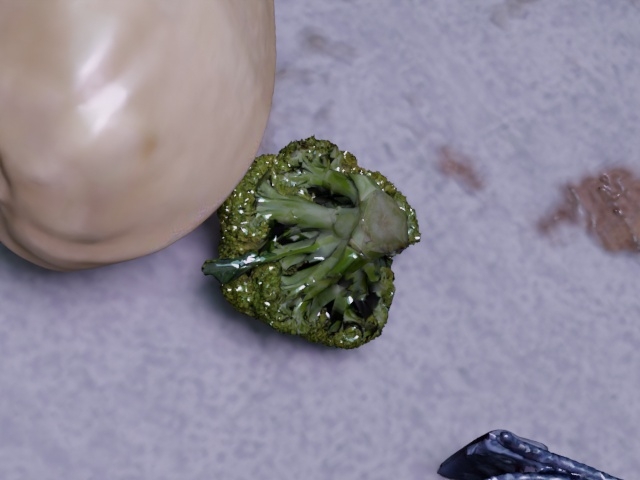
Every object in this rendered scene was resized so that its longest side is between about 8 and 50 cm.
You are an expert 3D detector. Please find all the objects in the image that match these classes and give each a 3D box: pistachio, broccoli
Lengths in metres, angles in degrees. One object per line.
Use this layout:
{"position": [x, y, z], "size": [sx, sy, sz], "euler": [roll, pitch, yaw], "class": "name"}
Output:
{"position": [-0.124, -0.135, 0.870], "size": [0.214, 0.193, 0.318], "euler": [18, 62, -14], "class": "pistachio"}
{"position": [0.000, 0.000, 0.900], "size": [0.131, 0.120, 0.130], "euler": [44, 56, -25], "class": "broccoli"}

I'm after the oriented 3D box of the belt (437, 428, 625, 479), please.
{"position": [0.166, 0.197, 0.874], "size": [0.218, 0.128, 0.122], "euler": [21, 68, -7], "class": "belt"}
